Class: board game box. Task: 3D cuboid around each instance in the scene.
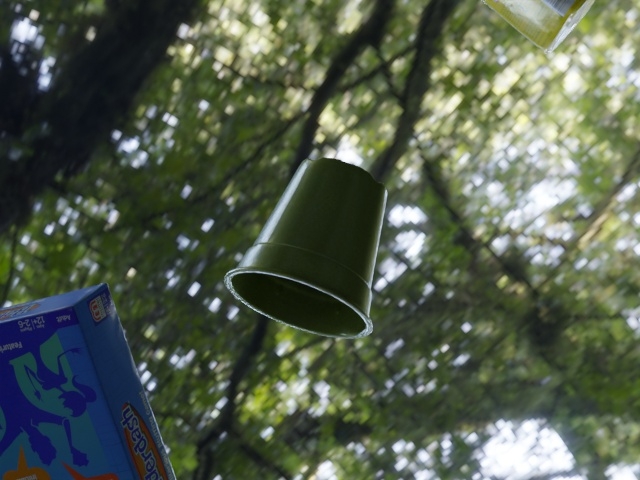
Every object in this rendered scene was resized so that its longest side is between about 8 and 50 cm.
[{"bbox_3d":[-0.171,0.144,0.995,0.047,0.160,0.210,-41,-65,-63],"label":"board game box"}]

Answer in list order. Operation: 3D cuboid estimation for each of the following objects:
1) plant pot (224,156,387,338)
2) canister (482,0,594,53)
[{"bbox_3d":[0.000,0.000,0.874,0.083,0.083,0.079,23,-110,-12],"label":"plant pot"},{"bbox_3d":[0.158,-0.248,1.380,0.170,0.126,0.073,41,-107,5],"label":"canister"}]
